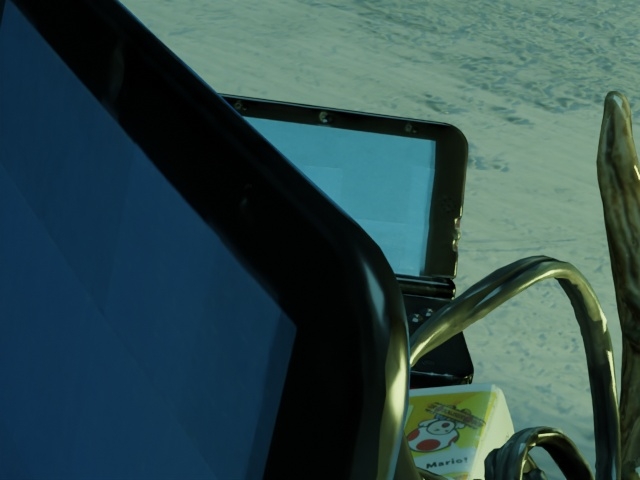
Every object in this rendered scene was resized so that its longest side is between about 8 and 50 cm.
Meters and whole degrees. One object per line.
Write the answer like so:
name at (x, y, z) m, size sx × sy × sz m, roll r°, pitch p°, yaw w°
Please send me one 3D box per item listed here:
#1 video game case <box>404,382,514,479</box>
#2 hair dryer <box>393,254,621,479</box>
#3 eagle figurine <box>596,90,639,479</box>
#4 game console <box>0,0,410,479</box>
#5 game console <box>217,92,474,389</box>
video game case at (-0.072, 0.116, 0.568) m, size 0.227 × 0.026 × 0.206 m, roll -7°, pitch 27°, yaw 22°
hair dryer at (0.050, 0.173, 0.452) m, size 0.223 × 0.080 × 0.293 m, roll 35°, pitch 63°, yaw -11°
eagle figurine at (0.229, 0.084, 0.675) m, size 0.298 × 0.226 × 0.225 m, roll 6°, pitch 49°, yaw 37°
game console at (-0.121, 0.076, 0.446) m, size 0.250 × 0.173 × 0.293 m, roll -26°, pitch 29°, yaw -11°
game console at (0.000, 0.000, 0.901) m, size 0.144 × 0.085 × 0.124 m, roll 6°, pitch 25°, yaw -8°
